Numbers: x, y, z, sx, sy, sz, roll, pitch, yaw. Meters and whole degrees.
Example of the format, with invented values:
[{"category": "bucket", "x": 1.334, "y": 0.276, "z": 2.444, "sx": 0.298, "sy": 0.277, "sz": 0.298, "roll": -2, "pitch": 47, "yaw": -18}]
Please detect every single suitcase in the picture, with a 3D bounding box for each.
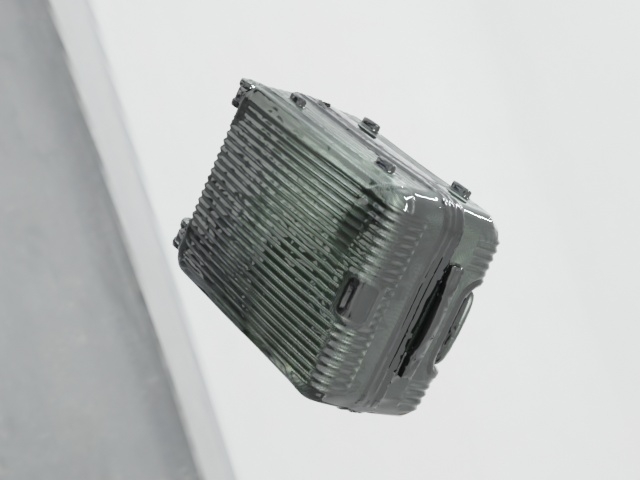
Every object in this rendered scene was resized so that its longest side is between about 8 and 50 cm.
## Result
[{"category": "suitcase", "x": 0.000, "y": 0.000, "z": 1.326, "sx": 0.128, "sy": 0.202, "sz": 0.312, "roll": 15, "pitch": 17, "yaw": -37}]
